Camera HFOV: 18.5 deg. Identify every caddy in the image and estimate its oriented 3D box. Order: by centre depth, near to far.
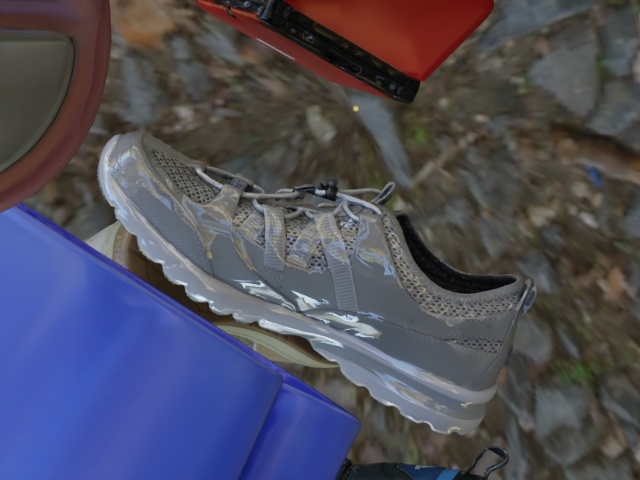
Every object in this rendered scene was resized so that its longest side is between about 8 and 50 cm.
[{"bbox_3d":[-0.152,0.075,0.861,0.341,0.241,0.179,31,87,23],"label":"caddy"}]

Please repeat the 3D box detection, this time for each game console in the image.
[{"bbox_3d":[0.015,-0.154,1.268,0.144,0.124,0.085,26,87,-42],"label":"game console"}]

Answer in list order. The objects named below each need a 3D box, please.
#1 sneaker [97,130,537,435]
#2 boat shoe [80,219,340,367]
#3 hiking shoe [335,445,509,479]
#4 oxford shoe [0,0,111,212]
[{"bbox_3d":[0.000,0.000,1.189,0.281,0.105,0.115,29,106,-8],"label":"sneaker"},{"bbox_3d":[-0.078,0.037,1.607,0.110,0.341,0.122,-10,73,36],"label":"boat shoe"},{"bbox_3d":[0.051,0.271,1.108,0.132,0.113,0.304,-3,97,16],"label":"hiking shoe"},{"bbox_3d":[-0.140,-0.171,0.501,0.123,0.130,0.348,-10,91,-11],"label":"oxford shoe"}]
